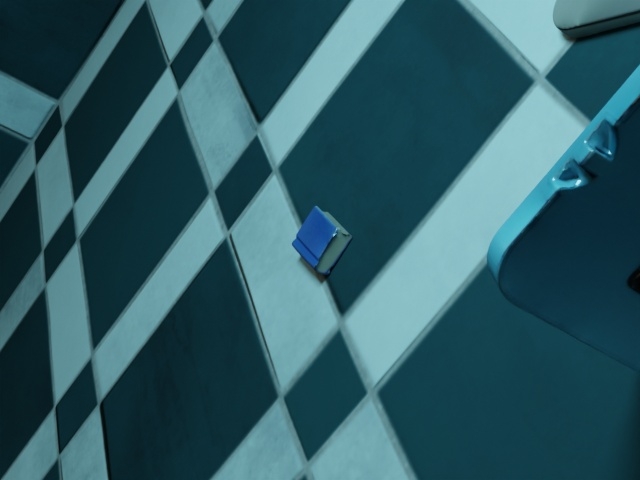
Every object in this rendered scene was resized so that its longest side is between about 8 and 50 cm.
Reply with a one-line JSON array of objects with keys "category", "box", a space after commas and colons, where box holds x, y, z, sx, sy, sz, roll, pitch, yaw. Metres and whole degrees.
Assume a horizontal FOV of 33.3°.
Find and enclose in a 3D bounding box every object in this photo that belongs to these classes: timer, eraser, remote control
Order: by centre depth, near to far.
[{"category": "timer", "box": [0.262, -0.024, 0.784, 0.232, 0.250, 0.091, -50, 34, 20]}, {"category": "remote control", "box": [0.332, -0.258, 1.083, 0.245, 0.022, 0.077, -4, 66, 55]}, {"category": "eraser", "box": [0.000, 0.000, 1.380, 0.063, 0.027, 0.085, -57, 31, 8]}]
